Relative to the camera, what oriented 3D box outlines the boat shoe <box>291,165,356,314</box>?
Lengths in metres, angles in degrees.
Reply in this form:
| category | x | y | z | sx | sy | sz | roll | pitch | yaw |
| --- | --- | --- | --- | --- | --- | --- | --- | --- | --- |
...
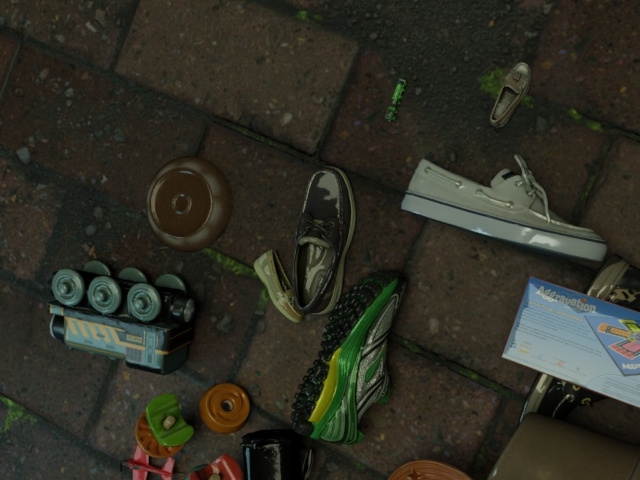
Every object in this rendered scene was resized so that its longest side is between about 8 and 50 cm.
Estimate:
| category | x | y | z | sx | sy | sz | roll | pitch | yaw |
| --- | --- | --- | --- | --- | --- | --- | --- | --- | --- |
| boat shoe | 0.000 | 0.000 | 1.653 | 0.103 | 0.092 | 0.285 | 8 | 92 | 19 |

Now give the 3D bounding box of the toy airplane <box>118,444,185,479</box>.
| category | x | y | z | sx | sy | sz | roll | pitch | yaw |
| --- | --- | --- | --- | --- | --- | --- | --- | --- | --- |
| toy airplane | -0.350 | 0.469 | 1.799 | 0.151 | 0.028 | 0.151 | -1 | 87 | 19 |

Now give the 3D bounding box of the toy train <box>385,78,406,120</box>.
| category | x | y | z | sx | sy | sz | roll | pitch | yaw |
| --- | --- | --- | --- | --- | --- | --- | --- | --- | --- |
| toy train | 0.141 | -0.264 | 1.647 | 0.017 | 0.024 | 0.083 | 20 | 96 | 18 |

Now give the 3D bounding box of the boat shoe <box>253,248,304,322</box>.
| category | x | y | z | sx | sy | sz | roll | pitch | yaw |
| --- | --- | --- | --- | --- | --- | --- | --- | --- | --- |
| boat shoe | -0.073 | 0.089 | 1.698 | 0.048 | 0.056 | 0.153 | -39 | 70 | 19 |

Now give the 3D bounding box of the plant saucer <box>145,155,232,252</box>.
| category | x | y | z | sx | sy | sz | roll | pitch | yaw |
| --- | --- | --- | --- | --- | --- | --- | --- | --- | --- |
| plant saucer | -0.276 | -0.075 | 1.782 | 0.199 | 0.036 | 0.198 | 0 | 89 | 20 |

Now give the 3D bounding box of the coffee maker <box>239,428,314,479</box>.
| category | x | y | z | sx | sy | sz | roll | pitch | yaw |
| --- | --- | --- | --- | --- | --- | --- | --- | --- | --- |
| coffee maker | -0.099 | 0.450 | 1.636 | 0.120 | 0.171 | 0.178 | -6 | 84 | 39 |

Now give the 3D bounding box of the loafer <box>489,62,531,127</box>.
| category | x | y | z | sx | sy | sz | roll | pitch | yaw |
| --- | --- | --- | --- | --- | --- | --- | --- | --- | --- |
| loafer | 0.339 | -0.261 | 1.569 | 0.045 | 0.039 | 0.125 | 28 | 98 | 18 |

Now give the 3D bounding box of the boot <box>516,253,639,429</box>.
| category | x | y | z | sx | sy | sz | roll | pitch | yaw |
| --- | --- | --- | --- | --- | --- | --- | --- | --- | --- |
| boot | 0.514 | 0.245 | 1.453 | 0.284 | 0.138 | 0.377 | 28 | 93 | 17 |

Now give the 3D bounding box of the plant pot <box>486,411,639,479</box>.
| category | x | y | z | sx | sy | sz | roll | pitch | yaw |
| --- | --- | --- | --- | --- | --- | --- | --- | --- | --- |
| plant pot | 0.385 | 0.382 | 1.350 | 0.229 | 0.263 | 0.263 | 31 | 99 | 18 |

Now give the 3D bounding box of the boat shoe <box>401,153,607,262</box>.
| category | x | y | z | sx | sy | sz | roll | pitch | yaw |
| --- | --- | --- | --- | --- | --- | --- | --- | --- | --- |
| boat shoe | 0.330 | -0.076 | 1.532 | 0.367 | 0.136 | 0.156 | 18 | 92 | 28 |

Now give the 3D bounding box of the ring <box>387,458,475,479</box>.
| category | x | y | z | sx | sy | sz | roll | pitch | yaw |
| --- | --- | --- | --- | --- | --- | --- | --- | --- | --- |
| ring | 0.213 | 0.544 | 1.512 | 0.337 | 0.032 | 0.336 | 14 | 109 | 46 |

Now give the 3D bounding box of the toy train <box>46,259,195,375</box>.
| category | x | y | z | sx | sy | sz | roll | pitch | yaw |
| --- | --- | --- | --- | --- | --- | --- | --- | --- | --- |
| toy train | -0.408 | 0.154 | 1.775 | 0.334 | 0.142 | 0.190 | 9 | 101 | 19 |

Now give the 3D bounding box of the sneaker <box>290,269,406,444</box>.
| category | x | y | z | sx | sy | sz | roll | pitch | yaw |
| --- | --- | --- | --- | --- | --- | --- | --- | --- | --- |
| sneaker | 0.075 | 0.213 | 1.625 | 0.146 | 0.134 | 0.343 | 25 | 90 | -18 |

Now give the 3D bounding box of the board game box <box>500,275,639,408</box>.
| category | x | y | z | sx | sy | sz | roll | pitch | yaw |
| --- | --- | --- | --- | --- | --- | --- | --- | --- | --- |
| board game box | 0.446 | 0.169 | 1.398 | 0.281 | 0.027 | 0.145 | 20 | 87 | 18 |

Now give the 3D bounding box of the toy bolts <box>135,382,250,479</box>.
| category | x | y | z | sx | sy | sz | roll | pitch | yaw |
| --- | --- | --- | --- | --- | --- | --- | --- | --- | --- |
| toy bolts | -0.232 | 0.410 | 1.719 | 0.228 | 0.218 | 0.158 | 62 | 148 | 17 |
